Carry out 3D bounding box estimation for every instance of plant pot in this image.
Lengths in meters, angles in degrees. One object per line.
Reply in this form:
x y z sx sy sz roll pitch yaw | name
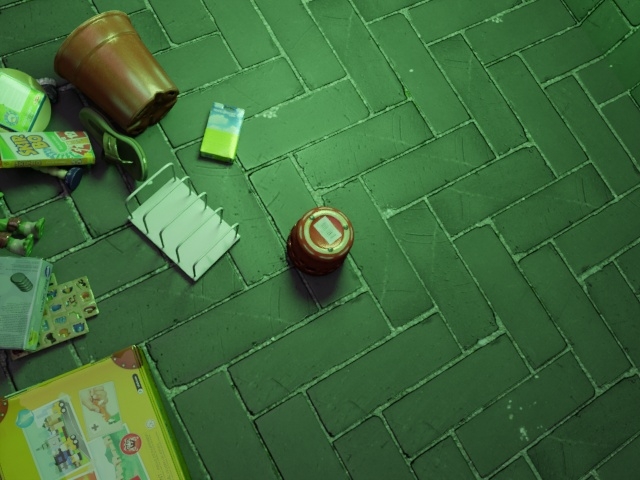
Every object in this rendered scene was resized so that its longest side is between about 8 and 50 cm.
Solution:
0.000 0.000 1.583 0.191 0.174 0.190 2 75 -8 | plant pot
-0.584 -0.478 1.571 0.272 0.272 0.265 -43 94 -19 | plant pot

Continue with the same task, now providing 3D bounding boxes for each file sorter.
-0.394 -0.058 1.522 0.278 0.173 0.193 42 71 3 | file sorter

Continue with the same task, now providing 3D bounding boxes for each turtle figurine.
-0.892 -0.073 1.407 0.267 0.198 0.274 16 89 -16 | turtle figurine

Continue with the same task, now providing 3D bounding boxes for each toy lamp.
-0.841 -0.224 1.534 0.275 0.080 0.080 22 71 -6 | toy lamp

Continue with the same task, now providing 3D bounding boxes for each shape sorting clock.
-0.890 -0.390 1.526 0.206 0.040 0.206 1 89 -39 | shape sorting clock

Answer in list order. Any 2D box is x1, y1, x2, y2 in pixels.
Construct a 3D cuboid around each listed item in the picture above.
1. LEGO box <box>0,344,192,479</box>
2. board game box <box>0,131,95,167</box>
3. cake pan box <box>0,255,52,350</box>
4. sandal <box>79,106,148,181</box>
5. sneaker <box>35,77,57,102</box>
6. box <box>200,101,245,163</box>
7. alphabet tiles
-0.544 0.563 1.304 0.373 0.193 0.499 -21 79 -16 | LEGO box
-0.796 -0.262 1.512 0.260 0.039 0.124 -10 53 -30 | board game box
-0.875 0.165 1.402 0.267 0.070 0.245 2 72 -1 | cake pan box
-0.622 -0.273 1.563 0.303 0.120 0.086 40 46 11 | sandal
-0.877 -0.439 1.596 0.167 0.065 0.076 -16 83 -13 | sneaker
-0.310 -0.344 1.687 0.109 0.042 0.178 13 72 -8 | box
-0.749 0.192 1.459 0.237 0.009 0.198 -20 75 -19 | alphabet tiles
